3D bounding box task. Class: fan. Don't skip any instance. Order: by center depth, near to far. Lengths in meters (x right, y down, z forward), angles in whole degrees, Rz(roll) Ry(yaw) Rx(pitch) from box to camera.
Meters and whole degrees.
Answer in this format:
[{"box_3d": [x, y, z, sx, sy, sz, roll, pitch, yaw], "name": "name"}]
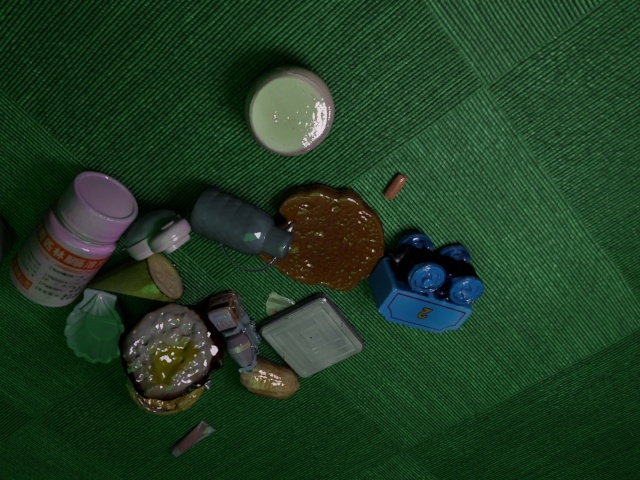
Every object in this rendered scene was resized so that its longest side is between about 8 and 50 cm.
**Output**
[{"box_3d": [-0.096, 0.257, 2.007, 0.131, 0.009, 0.240, -34, 115, 23], "name": "fan"}]

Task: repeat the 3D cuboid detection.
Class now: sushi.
[{"box_3d": [-0.456, 0.342, 1.861, 0.300, 0.281, 0.294, -12, 168, -20], "name": "sushi"}]

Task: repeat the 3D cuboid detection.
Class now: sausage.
[{"box_3d": [0.214, -0.153, 1.732, 0.034, 0.034, 0.083, 28, 117, -14], "name": "sausage"}]

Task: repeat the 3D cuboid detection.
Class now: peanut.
[{"box_3d": [-0.176, 0.475, 2.074, 0.224, 0.129, 0.129, 25, 119, -14], "name": "peanut"}]

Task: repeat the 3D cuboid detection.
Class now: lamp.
[{"box_3d": [-0.461, -0.025, 1.707, 0.246, 0.179, 0.108, -2, 127, 51], "name": "lamp"}, {"box_3d": [-0.027, 0.320, 2.010, 0.266, 0.047, 0.269, -30, 117, 17], "name": "lamp"}]

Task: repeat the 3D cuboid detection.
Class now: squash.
[{"box_3d": [-0.574, 0.159, 1.863, 0.261, 0.189, 0.189, -29, 116, 12], "name": "squash"}]

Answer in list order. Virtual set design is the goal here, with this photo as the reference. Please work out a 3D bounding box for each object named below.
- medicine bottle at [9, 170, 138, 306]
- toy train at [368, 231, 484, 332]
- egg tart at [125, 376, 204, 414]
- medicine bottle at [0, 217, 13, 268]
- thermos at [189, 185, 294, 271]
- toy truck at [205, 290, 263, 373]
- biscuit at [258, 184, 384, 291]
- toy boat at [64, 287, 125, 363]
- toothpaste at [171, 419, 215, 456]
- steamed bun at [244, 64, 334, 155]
[{"box_3d": [-0.710, -0.001, 1.753, 0.219, 0.219, 0.388, 38, 115, -19], "name": "medicine bottle"}, {"box_3d": [0.308, 0.133, 1.799, 0.300, 0.188, 0.265, 16, 125, -23], "name": "toy train"}, {"box_3d": [-0.522, 0.448, 2.068, 0.291, 0.107, 0.290, -2, 99, -10], "name": "egg tart"}, {"box_3d": [-1.031, 0.018, 1.685, 0.123, 0.375, 0.282, -14, 119, 14], "name": "medicine bottle"}, {"box_3d": [-0.222, -0.023, 1.705, 0.287, 0.145, 0.182, 26, 80, 11], "name": "thermos"}, {"box_3d": [-0.274, 0.300, 1.962, 0.108, 0.140, 0.256, -17, 119, 13], "name": "toy truck"}, {"box_3d": [0.000, 0.000, 1.811, 0.381, 0.074, 0.358, 0, 120, 5], "name": "biscuit"}, {"box_3d": [-0.722, 0.270, 1.985, 0.199, 0.100, 0.290, 15, 121, -7], "name": "toy boat"}, {"box_3d": [-0.488, 0.753, 2.304, 0.194, 0.043, 0.067, -40, 110, 17], "name": "toothpaste"}, {"box_3d": [-0.082, -0.338, 1.568, 0.232, 0.145, 0.231, -2, 113, -6], "name": "steamed bun"}]
